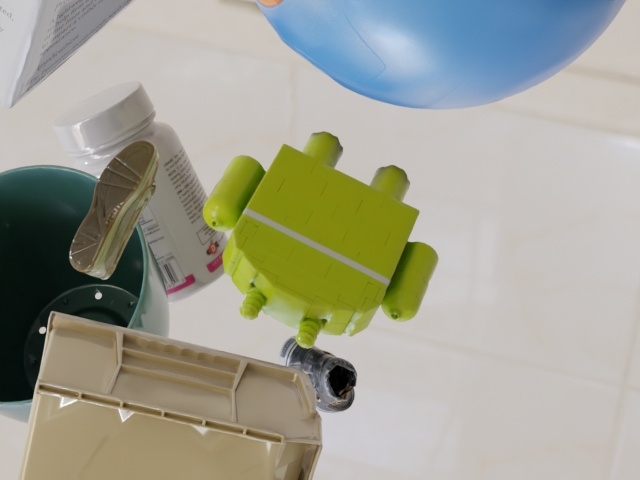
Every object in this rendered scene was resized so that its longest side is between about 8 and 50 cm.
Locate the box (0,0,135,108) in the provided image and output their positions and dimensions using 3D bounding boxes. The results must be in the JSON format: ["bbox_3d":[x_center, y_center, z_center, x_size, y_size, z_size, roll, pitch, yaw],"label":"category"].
[{"bbox_3d":[-0.176,-0.206,0.833,0.181,0.182,0.119,-50,-2,-37],"label":"box"}]

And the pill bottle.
[{"bbox_3d":[-0.245,-0.064,2.044,0.283,0.160,0.160,66,-151,-20],"label":"pill bottle"}]

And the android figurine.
[{"bbox_3d":[0.000,0.000,1.543,0.056,0.248,0.273,117,178,-45],"label":"android figurine"}]

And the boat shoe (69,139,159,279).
[{"bbox_3d":[-0.208,-0.032,1.558,0.048,0.056,0.153,27,-92,-53],"label":"boat shoe"}]

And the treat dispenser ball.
[{"bbox_3d":[0.081,-0.232,0.997,0.288,0.288,0.288,13,-90,-76],"label":"treat dispenser ball"}]

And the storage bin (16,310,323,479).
[{"bbox_3d":[-0.153,0.233,1.372,0.123,0.260,0.262,-91,16,-66],"label":"storage bin"}]

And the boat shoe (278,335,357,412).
[{"bbox_3d":[0.017,0.189,1.916,0.065,0.083,0.183,-57,-36,-11],"label":"boat shoe"}]

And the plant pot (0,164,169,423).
[{"bbox_3d":[-0.312,0.090,1.779,0.235,0.293,0.293,63,-139,-64],"label":"plant pot"}]
